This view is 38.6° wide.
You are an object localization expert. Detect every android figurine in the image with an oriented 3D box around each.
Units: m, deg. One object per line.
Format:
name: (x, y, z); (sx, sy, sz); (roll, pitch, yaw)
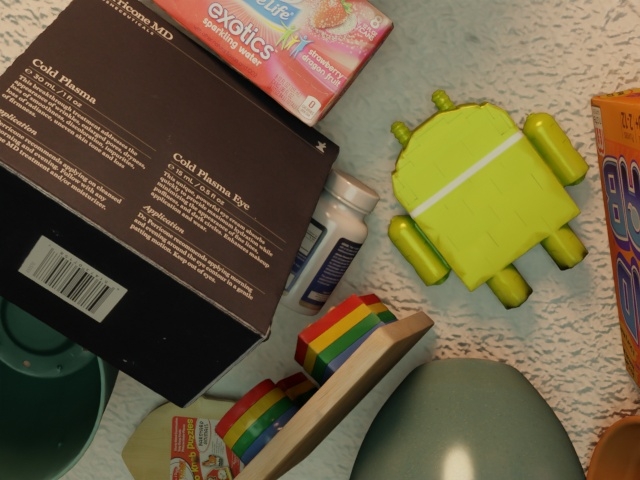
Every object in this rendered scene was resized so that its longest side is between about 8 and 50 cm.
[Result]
android figurine: (0.197, -0.055, 1.117); (0.248, 0.056, 0.273); (-39, 95, 11)

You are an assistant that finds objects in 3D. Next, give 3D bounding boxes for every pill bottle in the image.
pill bottle: (0.000, 0.000, 1.126); (0.094, 0.094, 0.169); (32, 102, -1)

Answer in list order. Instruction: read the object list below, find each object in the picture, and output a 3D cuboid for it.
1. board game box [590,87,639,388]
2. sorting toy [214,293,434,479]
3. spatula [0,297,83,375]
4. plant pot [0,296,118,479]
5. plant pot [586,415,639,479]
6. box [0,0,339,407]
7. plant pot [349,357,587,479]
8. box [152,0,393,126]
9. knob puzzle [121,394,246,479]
board game box: (0.513, 0.000, 0.944); (0.356, 0.356, 0.356); (-9, 99, 7)
sorting toy: (-0.003, 0.168, 1.087); (0.089, 0.255, 0.257); (45, 102, 12)
spatula: (-0.381, 0.136, 1.227); (0.242, 0.019, 0.168); (35, 101, -2)
plant pot: (-0.370, 0.124, 1.097); (0.293, 0.235, 0.293); (1, 102, 3)
plant pot: (0.469, 0.350, 1.070); (0.203, 0.291, 0.291); (1, 101, -11)
box: (-0.192, -0.057, 0.975); (0.343, 0.312, 0.179); (35, 133, -13)
plant pot: (0.174, 0.253, 1.090); (0.290, 0.290, 0.195); (1, 65, 5)
box: (-0.074, -0.284, 1.055); (0.300, 0.142, 0.154); (38, 102, -3)
knob puzzle: (-0.169, 0.290, 1.231); (0.213, 0.030, 0.213); (1, 102, 5)
